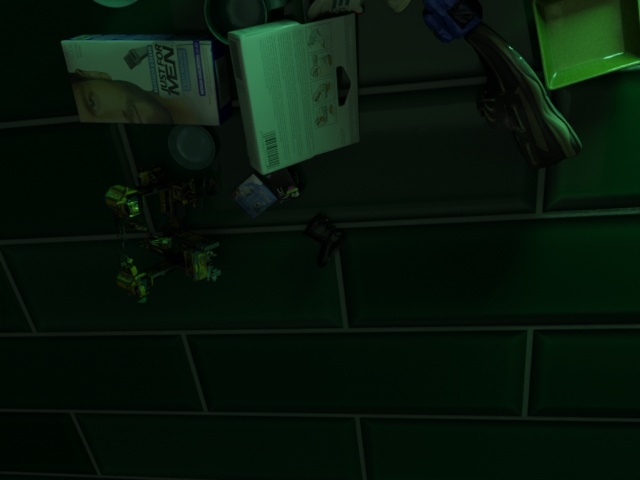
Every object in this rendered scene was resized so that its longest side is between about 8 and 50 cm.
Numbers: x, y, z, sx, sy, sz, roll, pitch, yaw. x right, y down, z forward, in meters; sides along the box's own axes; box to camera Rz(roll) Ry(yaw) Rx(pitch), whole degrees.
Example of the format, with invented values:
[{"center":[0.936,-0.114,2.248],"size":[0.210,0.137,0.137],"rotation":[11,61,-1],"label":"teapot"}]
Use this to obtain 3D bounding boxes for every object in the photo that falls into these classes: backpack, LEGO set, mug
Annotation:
[{"center":[0.251,-0.463,1.047],"size":[0.101,0.098,0.120],"rotation":[-37,108,28],"label":"backpack"},{"center":[-0.366,-0.003,1.297],"size":[0.192,0.255,0.331],"rotation":[17,111,31],"label":"LEGO set"},{"center":[-0.152,-0.473,1.104],"size":[0.158,0.097,0.129],"rotation":[19,118,-2],"label":"mug"}]

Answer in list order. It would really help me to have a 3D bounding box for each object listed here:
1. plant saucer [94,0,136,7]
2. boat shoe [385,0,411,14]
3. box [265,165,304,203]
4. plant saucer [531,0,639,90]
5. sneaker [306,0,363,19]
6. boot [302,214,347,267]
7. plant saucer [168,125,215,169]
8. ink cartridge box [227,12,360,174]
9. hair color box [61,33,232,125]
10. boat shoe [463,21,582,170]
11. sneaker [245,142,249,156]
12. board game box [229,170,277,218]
[{"center":[-0.442,-0.599,1.118],"size":[0.195,0.037,0.194],"rotation":[3,118,7],"label":"plant saucer"},{"center":[0.188,-0.532,1.039],"size":[0.059,0.063,0.170],"rotation":[34,119,-16],"label":"boat shoe"},{"center":[-0.087,-0.143,1.296],"size":[0.062,0.052,0.083],"rotation":[-19,112,17],"label":"box"},{"center":[0.529,-0.420,1.055],"size":[0.188,0.045,0.188],"rotation":[-14,114,16],"label":"plant saucer"},{"center":[0.049,-0.488,1.087],"size":[0.161,0.057,0.075],"rotation":[-29,104,19],"label":"sneaker"},{"center":[0.000,0.000,1.363],"size":[0.099,0.045,0.121],"rotation":[34,110,-12],"label":"boot"},{"center":[-0.313,-0.234,1.301],"size":[0.120,0.021,0.119],"rotation":[4,118,8],"label":"plant saucer"},{"center":[-0.045,-0.317,1.138],"size":[0.261,0.066,0.296],"rotation":[-22,129,-22],"label":"ink cartridge box"},{"center":[-0.383,-0.364,1.195],"size":[0.339,0.110,0.185],"rotation":[3,119,9],"label":"hair color box"},{"center":[0.399,-0.283,1.100],"size":[0.130,0.132,0.355],"rotation":[-36,106,24],"label":"boat shoe"},{"center":[-0.103,-0.295,1.210],"size":[0.095,0.090,0.235],"rotation":[8,118,-20],"label":"sneaker"},{"center":[-0.168,-0.114,1.342],"size":[0.090,0.020,0.090],"rotation":[-37,107,23],"label":"board game box"}]
